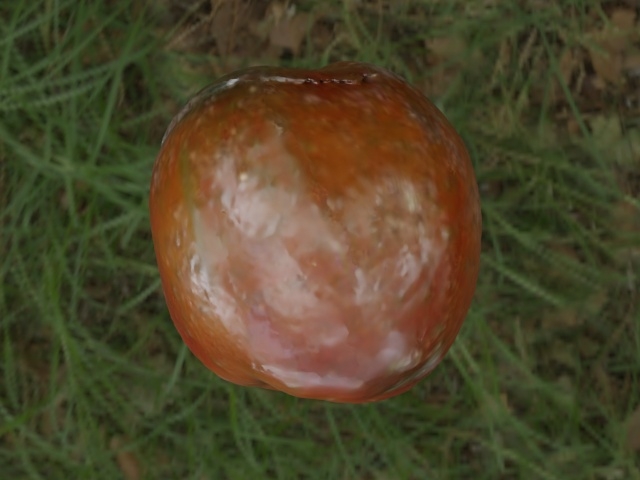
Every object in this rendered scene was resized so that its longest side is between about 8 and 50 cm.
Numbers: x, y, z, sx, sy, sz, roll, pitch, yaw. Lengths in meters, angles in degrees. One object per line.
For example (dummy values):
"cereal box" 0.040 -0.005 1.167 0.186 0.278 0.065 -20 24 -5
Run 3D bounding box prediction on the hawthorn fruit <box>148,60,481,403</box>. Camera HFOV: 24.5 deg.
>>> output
"hawthorn fruit" 0.000 0.000 0.716 0.173 0.173 0.173 2 124 3
